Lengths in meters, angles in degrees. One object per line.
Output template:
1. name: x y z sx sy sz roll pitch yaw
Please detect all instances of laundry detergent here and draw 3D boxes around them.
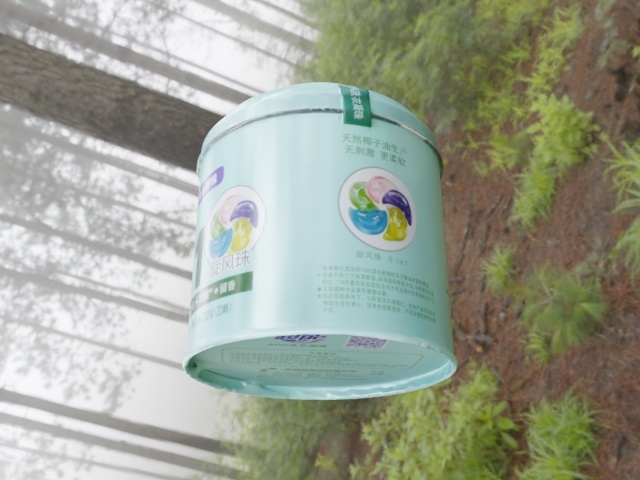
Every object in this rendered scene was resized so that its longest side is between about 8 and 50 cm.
1. laundry detergent: 0.000 0.000 0.787 0.287 0.287 0.305 135 139 -57
